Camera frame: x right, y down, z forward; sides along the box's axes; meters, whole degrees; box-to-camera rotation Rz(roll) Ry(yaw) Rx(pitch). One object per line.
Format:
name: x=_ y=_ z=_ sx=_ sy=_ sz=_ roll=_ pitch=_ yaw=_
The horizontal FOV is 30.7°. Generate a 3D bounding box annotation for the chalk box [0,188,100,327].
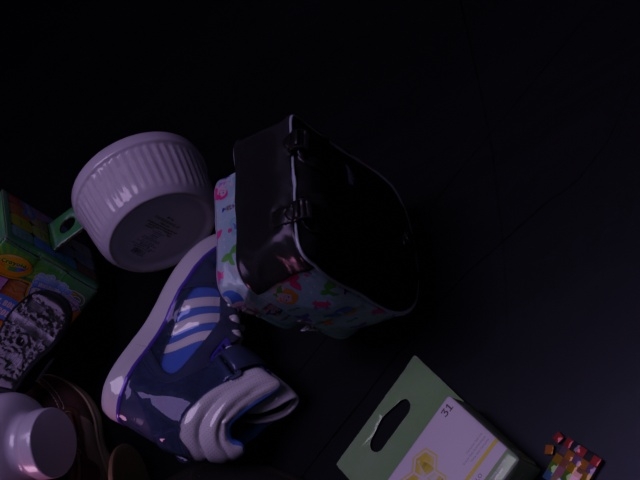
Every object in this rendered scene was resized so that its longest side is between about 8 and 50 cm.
chalk box: x=-0.476 y=0.054 z=1.852 sx=0.289 sy=0.179 sz=0.180 roll=-51 pitch=29 yaw=10

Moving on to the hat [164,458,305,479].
hat: x=-0.134 y=0.383 z=1.361 sx=0.331 sy=0.331 sz=0.134 roll=0 pitch=111 yaw=44

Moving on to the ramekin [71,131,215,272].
ramekin: x=-0.248 y=-0.047 z=1.700 sx=0.207 sy=0.207 sz=0.109 roll=-43 pitch=54 yaw=17

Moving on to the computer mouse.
computer mouse: x=-0.496 y=0.177 z=1.751 sx=0.184 sy=0.060 sz=0.262 roll=24 pitch=70 yaw=16

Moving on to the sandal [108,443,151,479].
sandal: x=-0.264 y=0.387 z=1.538 sx=0.079 sy=0.088 sz=0.240 roll=-35 pitch=51 yaw=16

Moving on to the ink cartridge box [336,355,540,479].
ink cartridge box: x=0.109 y=0.245 z=1.284 sx=0.171 sy=0.056 sz=0.235 roll=-55 pitch=43 yaw=6

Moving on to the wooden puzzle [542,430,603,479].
wooden puzzle: x=0.255 y=0.231 z=1.182 sx=0.083 sy=0.006 sz=0.049 roll=31 pitch=90 yaw=49

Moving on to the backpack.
backpack: x=0.000 y=0.000 z=1.387 sx=0.191 sy=0.253 sz=0.225 roll=-29 pitch=52 yaw=35

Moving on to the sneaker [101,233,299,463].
sneaker: x=-0.112 y=0.148 z=1.532 sx=0.236 sy=0.130 sz=0.322 roll=18 pitch=54 yaw=21

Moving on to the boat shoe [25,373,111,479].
boat shoe: x=-0.391 y=0.296 z=1.688 sx=0.123 sy=0.123 sz=0.342 roll=-51 pitch=42 yaw=9

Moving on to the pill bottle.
pill bottle: x=-0.458 y=0.282 z=1.561 sx=0.264 sy=0.146 sz=0.146 roll=-10 pitch=60 yaw=27
